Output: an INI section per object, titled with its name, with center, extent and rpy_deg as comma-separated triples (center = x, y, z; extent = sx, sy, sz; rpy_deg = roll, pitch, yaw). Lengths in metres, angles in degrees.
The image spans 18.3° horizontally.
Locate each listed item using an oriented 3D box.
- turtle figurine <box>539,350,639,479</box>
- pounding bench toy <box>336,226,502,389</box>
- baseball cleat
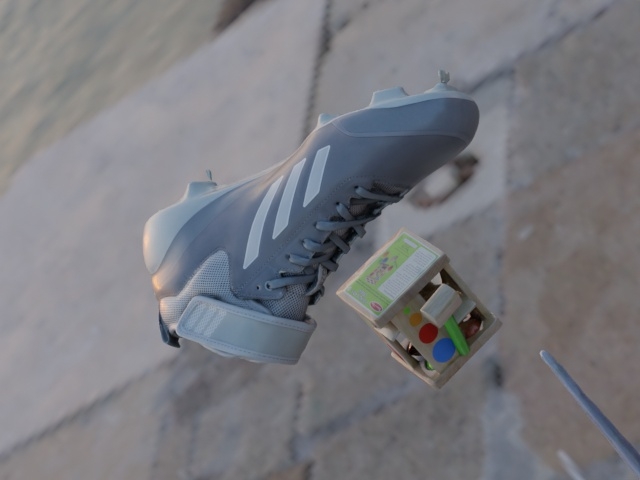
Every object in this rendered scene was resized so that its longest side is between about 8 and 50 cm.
[turtle figurine]
center = 0.115, 0.083, 0.370
extent = 0.234, 0.175, 0.118
rpy_deg = 45, 115, 23
[pounding bench toy]
center = 0.061, 0.043, 1.047
extent = 0.052, 0.065, 0.083
rpy_deg = -45, 28, -6
[baseball cleat]
center = 0.000, 0.000, 0.967
extent = 0.206, 0.072, 0.109
rpy_deg = -25, 67, 38
